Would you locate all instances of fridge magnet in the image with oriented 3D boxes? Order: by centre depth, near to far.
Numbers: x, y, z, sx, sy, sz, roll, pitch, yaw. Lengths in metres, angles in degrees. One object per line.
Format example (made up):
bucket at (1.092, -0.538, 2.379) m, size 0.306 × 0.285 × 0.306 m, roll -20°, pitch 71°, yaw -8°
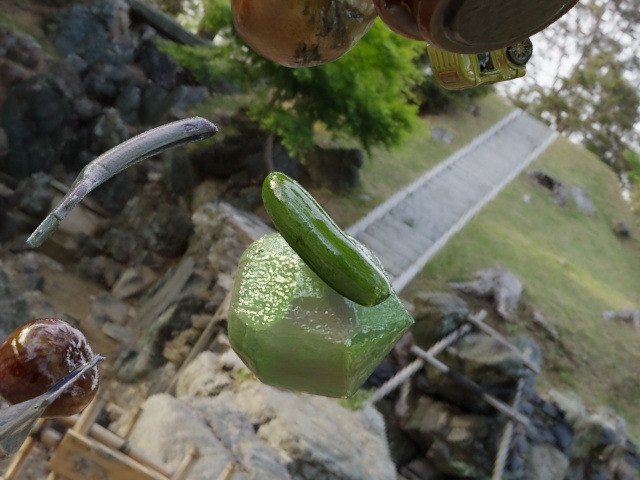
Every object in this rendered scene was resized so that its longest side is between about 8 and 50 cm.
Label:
fridge magnet at (0.246, -0.394, 1.215) m, size 0.363 × 0.363 × 0.155 m, roll 28°, pitch 39°, yaw -61°

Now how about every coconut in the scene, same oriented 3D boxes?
coconut at (0.005, 0.126, 1.530) m, size 0.328 × 0.281 × 0.329 m, roll 0°, pitch 37°, yaw 0°

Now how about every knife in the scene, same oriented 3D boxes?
knife at (-0.225, -0.091, 1.022) m, size 0.123 × 0.278 × 0.053 m, roll -21°, pitch -75°, yaw 50°

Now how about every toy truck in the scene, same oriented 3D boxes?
toy truck at (0.326, -0.546, 1.976) m, size 0.180 × 0.253 × 0.406 m, roll -162°, pitch -126°, yaw -69°

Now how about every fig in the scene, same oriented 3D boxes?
fig at (-0.486, 0.225, 1.457) m, size 0.207 × 0.175 × 0.175 m, roll -16°, pitch -25°, yaw 28°

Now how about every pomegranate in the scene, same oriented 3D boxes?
pomegranate at (-0.029, -0.502, 1.728) m, size 0.322 × 0.322 × 0.322 m, roll 33°, pitch 3°, yaw -2°

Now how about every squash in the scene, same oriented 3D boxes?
squash at (-0.002, 0.001, 1.363) m, size 0.292 × 0.082 × 0.082 m, roll 48°, pitch 8°, yaw 22°

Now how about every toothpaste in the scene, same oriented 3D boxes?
toothpaste at (-0.388, 0.231, 1.126) m, size 0.068 × 0.282 × 0.099 m, roll 35°, pitch 40°, yaw -29°
